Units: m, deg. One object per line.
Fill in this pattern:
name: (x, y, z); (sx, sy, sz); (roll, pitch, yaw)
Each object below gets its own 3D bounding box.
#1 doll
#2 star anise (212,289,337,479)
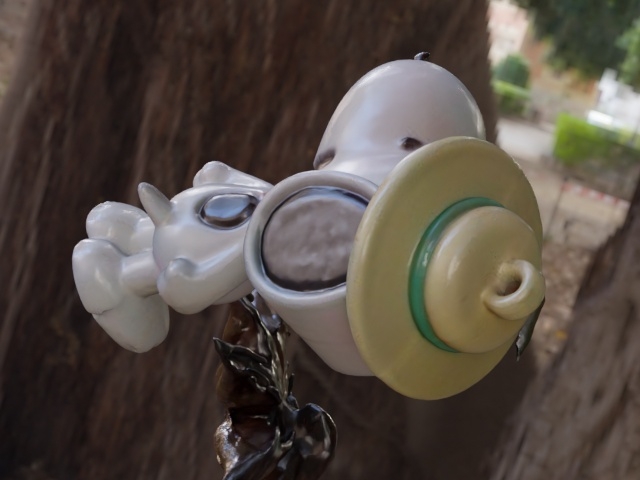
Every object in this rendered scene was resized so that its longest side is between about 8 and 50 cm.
doll: (-0.009, 0.017, 0.868); (0.144, 0.271, 0.208); (48, 25, -36)
star anise: (-0.037, 0.150, 1.401); (0.102, 0.272, 0.272); (-3, 6, 5)
